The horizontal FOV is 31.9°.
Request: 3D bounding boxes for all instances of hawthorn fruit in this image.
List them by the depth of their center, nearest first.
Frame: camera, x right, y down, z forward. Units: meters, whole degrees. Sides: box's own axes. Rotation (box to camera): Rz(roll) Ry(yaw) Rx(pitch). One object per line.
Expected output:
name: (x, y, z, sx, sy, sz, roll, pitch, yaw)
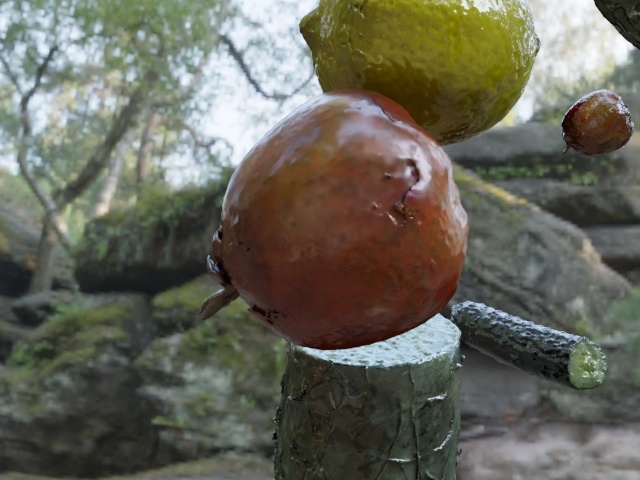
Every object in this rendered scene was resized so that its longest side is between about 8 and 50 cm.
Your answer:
hawthorn fruit: (0.000, 0.000, 1.171, 0.307, 0.276, 0.276, -33, -29, 1)
hawthorn fruit: (0.302, -0.127, 1.225, 0.077, 0.077, 0.077, 5, -23, 2)

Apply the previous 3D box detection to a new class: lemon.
lemon: (0.119, -0.233, 1.328, 0.267, 0.267, 0.267, 5, -23, 2)

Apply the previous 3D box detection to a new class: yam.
yam: (0.063, 0.261, 1.355, 0.241, 0.348, 0.241, 2, 14, 0)

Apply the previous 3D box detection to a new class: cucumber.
cucumber: (0.266, 0.137, 1.525, 0.072, 0.072, 0.300, 21, -2, -30)

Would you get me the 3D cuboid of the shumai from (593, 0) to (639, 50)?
shumai: (0.313, -0.180, 0.773, 0.189, 0.218, 0.256, 4, -33, -30)
